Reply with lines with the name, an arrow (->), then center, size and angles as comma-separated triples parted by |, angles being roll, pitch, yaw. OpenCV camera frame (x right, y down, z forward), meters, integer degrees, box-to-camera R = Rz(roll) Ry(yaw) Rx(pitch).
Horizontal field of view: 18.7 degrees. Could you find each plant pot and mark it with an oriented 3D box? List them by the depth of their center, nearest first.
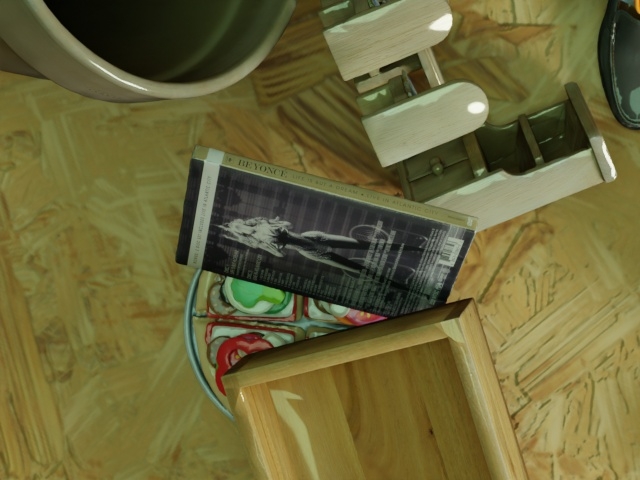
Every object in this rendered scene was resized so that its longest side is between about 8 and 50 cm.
plant pot -> -0.212, -0.249, 1.464 | 0.280, 0.323, 0.323 | -7, 95, 43

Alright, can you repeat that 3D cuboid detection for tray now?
tray -> 0.084, 0.269, 1.566 | 0.202, 0.076, 0.411 | -15, 99, 18

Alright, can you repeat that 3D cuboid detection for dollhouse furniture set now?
dollhouse furniture set -> 0.108, -0.139, 1.505 | 0.161, 0.212, 0.242 | -22, 118, 7

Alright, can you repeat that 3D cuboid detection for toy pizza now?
toy pizza -> -0.015, 0.071, 1.613 | 0.201, 0.032, 0.201 | 0, 94, 5

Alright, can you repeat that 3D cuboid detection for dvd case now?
dvd case -> 0.000, 0.000, 1.519 | 0.221, 0.164, 0.018 | 14, 59, -1

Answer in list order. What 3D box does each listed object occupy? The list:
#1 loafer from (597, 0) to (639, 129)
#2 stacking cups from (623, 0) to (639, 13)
loafer -> 0.255, -0.173, 1.558 | 0.062, 0.061, 0.170 | -2, 95, 4
stacking cups -> 0.238, -0.228, 1.487 | 0.316, 0.096, 0.096 | 27, 96, 23
